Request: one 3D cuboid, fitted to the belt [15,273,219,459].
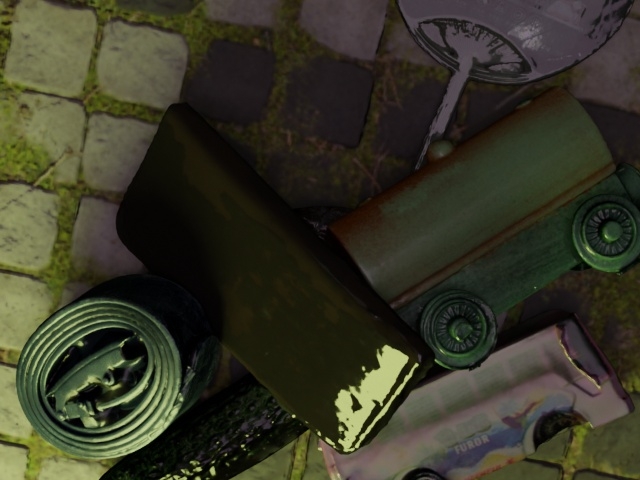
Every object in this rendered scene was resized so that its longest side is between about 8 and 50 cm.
[{"bbox_3d":[-0.177,0.109,1.132,0.190,0.082,0.141,-35,94,29],"label":"belt"}]

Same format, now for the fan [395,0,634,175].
[{"bbox_3d":[0.130,-0.218,1.121,0.294,0.012,0.223,-38,97,7],"label":"fan"}]

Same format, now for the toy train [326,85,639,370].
[{"bbox_3d":[0.142,-0.009,1.094,0.285,0.116,0.177,-32,93,-6],"label":"toy train"}]

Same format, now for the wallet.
[{"bbox_3d":[-0.046,0.037,1.086,0.309,0.042,0.165,43,133,14],"label":"wallet"}]

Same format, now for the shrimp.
[{"bbox_3d":[0.000,0.000,1.141,0.165,0.056,0.065,7,110,-2],"label":"shrimp"}]

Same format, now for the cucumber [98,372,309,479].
[{"bbox_3d":[-0.109,0.193,1.172,0.241,0.074,0.074,-33,98,8],"label":"cucumber"}]

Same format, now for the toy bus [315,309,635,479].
[{"bbox_3d":[0.136,0.161,1.153,0.274,0.090,0.112,-25,93,5],"label":"toy bus"}]
